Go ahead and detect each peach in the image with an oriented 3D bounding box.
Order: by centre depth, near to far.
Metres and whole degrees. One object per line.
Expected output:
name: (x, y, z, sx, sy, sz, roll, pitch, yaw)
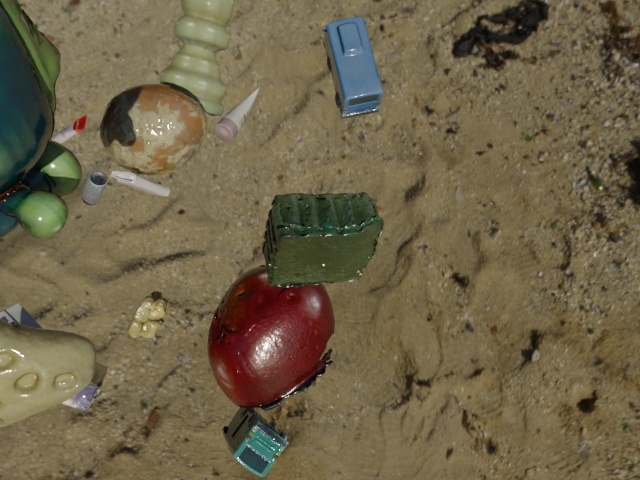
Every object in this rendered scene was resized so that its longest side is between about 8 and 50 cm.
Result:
peach: (-0.153, 0.281, 1.368, 0.339, 0.353, 0.417, 5, 82, 64)

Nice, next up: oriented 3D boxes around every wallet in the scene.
wallet: (-0.371, -0.117, 0.972, 0.061, 0.122, 0.025, 14, 87, 17)

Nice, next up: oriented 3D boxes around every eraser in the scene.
eraser: (-1.010, 0.300, 1.465, 0.124, 0.210, 0.068, 48, 124, -2)

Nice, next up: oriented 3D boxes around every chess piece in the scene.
chess piece: (-0.312, -0.501, 1.207, 0.182, 0.182, 0.330, 20, 103, 26)

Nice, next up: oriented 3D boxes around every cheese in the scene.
cheese: (-0.717, 0.269, 1.088, 0.328, 0.351, 0.129, -16, 33, -17)

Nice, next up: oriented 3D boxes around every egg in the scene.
egg: (-0.351, -0.235, 0.993, 0.233, 0.195, 0.195, -19, 56, 15)

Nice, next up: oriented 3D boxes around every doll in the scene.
doll: (-0.297, -0.095, 0.349, 0.198, 0.322, 0.186, 26, 61, 1)

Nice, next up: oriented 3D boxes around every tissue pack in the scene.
tissue pack: (-0.942, 0.462, 1.652, 0.343, 0.242, 0.125, 27, 84, -17)

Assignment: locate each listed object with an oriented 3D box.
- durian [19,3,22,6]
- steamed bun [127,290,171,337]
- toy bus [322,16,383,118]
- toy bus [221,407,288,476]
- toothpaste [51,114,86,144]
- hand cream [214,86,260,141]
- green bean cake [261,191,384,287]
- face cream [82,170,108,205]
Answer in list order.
durian: (-0.807, -0.500, 0.998, 0.293, 0.258, 0.258, -26, 49, -39)
steamed bun: (-0.649, 0.297, 1.795, 0.106, 0.177, 0.192, 33, 85, -5)
toy bus: (0.083, -0.454, 1.216, 0.116, 0.133, 0.234, -12, 81, -2)
toy bus: (-0.207, 0.598, 1.423, 0.128, 0.256, 0.147, 41, 71, -10)
toothpaste: (-0.715, -0.292, 1.304, 0.190, 0.031, 0.048, -21, 60, 25)
hand cream: (-0.313, -0.483, 1.812, 0.083, 0.133, 0.248, 36, 56, -7)
green bean cake: (0.000, 0.000, 1.080, 0.255, 0.241, 0.132, -5, 54, -13)
face cream: (-0.952, -0.211, 1.964, 0.229, 0.075, 0.075, -31, 42, 50)
